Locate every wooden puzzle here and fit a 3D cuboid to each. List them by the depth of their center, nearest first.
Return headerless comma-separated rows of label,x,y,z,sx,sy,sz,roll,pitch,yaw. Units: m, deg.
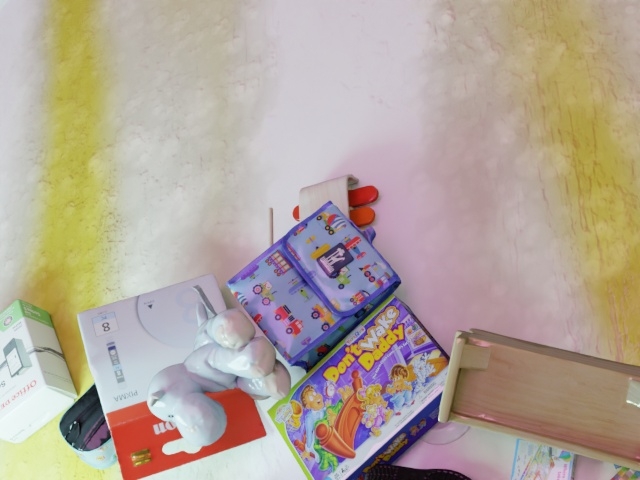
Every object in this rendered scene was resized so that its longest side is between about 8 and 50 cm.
wooden puzzle,0.515,0.403,1.552,0.049,0.006,0.083,-46,53,3

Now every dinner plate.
dinner plate,0.222,0.313,1.755,0.141,0.017,0.141,-12,61,23

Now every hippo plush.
hippo plush,-0.227,0.257,1.808,0.294,0.234,0.236,43,70,14

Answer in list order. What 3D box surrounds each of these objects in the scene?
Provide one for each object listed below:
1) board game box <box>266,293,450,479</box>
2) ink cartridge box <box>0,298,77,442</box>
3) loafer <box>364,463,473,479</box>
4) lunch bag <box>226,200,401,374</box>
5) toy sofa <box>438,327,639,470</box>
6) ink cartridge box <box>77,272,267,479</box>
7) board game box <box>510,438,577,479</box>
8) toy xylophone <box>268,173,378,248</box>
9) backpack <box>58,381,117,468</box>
board game box,0.089,0.305,1.781,0.347,0.078,0.233,-44,49,6
ink cartridge box,-0.722,0.311,2.226,0.198,0.115,0.273,-38,54,8
loafer,0.189,0.457,1.677,0.220,0.078,0.080,9,39,21
lunch bag,0.003,0.083,1.849,0.293,0.138,0.221,-42,67,2
toy sofa,0.389,0.263,1.565,0.362,0.177,0.150,12,93,14
ink cartridge box,-0.314,0.275,1.947,0.308,0.091,0.385,-16,53,-13
board game box,0.379,0.424,1.606,0.103,0.026,0.154,3,68,30
toy xylophone,0.000,0.000,1.990,0.236,0.081,0.323,-7,64,26
backpack,-0.457,0.394,2.010,0.188,0.144,0.166,-39,52,-25
